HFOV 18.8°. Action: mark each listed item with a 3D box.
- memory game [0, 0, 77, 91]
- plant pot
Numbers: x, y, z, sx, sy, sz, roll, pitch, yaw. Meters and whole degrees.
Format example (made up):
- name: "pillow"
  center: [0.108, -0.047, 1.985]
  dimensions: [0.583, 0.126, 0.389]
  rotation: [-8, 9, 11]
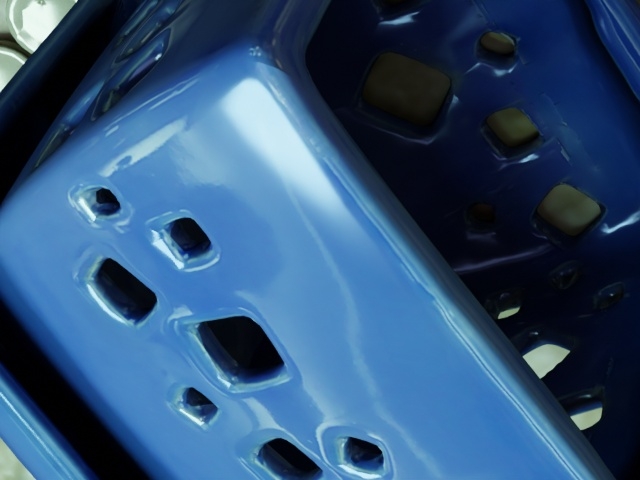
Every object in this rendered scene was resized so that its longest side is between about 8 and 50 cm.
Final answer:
- name: "memory game"
  center: [-0.178, -0.120, 0.784]
  dimensions: [0.186, 0.012, 0.186]
  rotation: [5, 121, 9]
- name: "plant pot"
  center: [0.000, 0.000, 0.691]
  dimensions: [0.212, 0.236, 0.236]
  rotation: [-23, 115, 31]
